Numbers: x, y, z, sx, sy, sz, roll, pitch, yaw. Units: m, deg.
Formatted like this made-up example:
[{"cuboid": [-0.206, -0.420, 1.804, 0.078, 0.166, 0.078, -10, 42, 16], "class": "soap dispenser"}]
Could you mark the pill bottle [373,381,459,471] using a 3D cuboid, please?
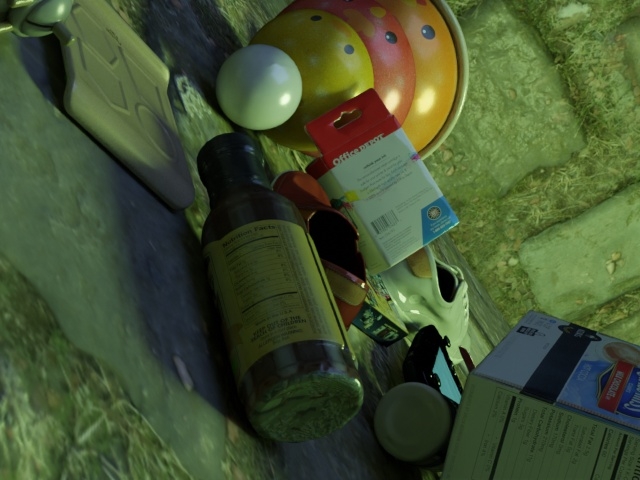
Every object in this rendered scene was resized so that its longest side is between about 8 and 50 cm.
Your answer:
[{"cuboid": [0.136, 0.235, 1.356, 0.094, 0.094, 0.169, 65, 13, 26], "class": "pill bottle"}]

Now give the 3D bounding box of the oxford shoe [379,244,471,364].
[{"cuboid": [0.199, 0.105, 1.878, 0.169, 0.130, 0.449, 63, 11, 28], "class": "oxford shoe"}]

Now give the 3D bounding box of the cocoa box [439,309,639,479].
[{"cuboid": [0.294, 0.252, 1.297, 0.227, 0.232, 0.347, 17, 14, 19], "class": "cocoa box"}]

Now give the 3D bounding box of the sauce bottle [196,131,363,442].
[{"cuboid": [-0.053, 0.030, 1.049, 0.111, 0.111, 0.344, 48, 16, -43], "class": "sauce bottle"}]

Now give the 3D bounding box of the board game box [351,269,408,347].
[{"cuboid": [0.034, 0.044, 1.546, 0.243, 0.042, 0.165, 40, 22, -57], "class": "board game box"}]

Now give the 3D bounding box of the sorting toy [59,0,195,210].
[{"cuboid": [-0.201, -0.148, 1.081, 0.193, 0.038, 0.208, 46, 21, -46], "class": "sorting toy"}]

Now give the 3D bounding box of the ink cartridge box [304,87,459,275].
[{"cuboid": [0.075, -0.084, 1.561, 0.231, 0.134, 0.078, 59, -22, 0], "class": "ink cartridge box"}]

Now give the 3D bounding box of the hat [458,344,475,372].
[{"cuboid": [0.256, 0.303, 1.763, 0.183, 0.209, 0.173, 20, -11, -3], "class": "hat"}]

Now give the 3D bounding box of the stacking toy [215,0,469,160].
[{"cuboid": [-0.002, -0.237, 1.646, 0.351, 0.350, 0.480, 59, 28, 1], "class": "stacking toy"}]

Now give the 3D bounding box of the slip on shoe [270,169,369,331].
[{"cuboid": [0.000, 0.000, 1.317, 0.123, 0.101, 0.331, 31, 22, -21], "class": "slip on shoe"}]

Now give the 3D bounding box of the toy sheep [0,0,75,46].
[{"cuboid": [-0.249, -0.210, 0.905, 0.132, 0.091, 0.091, 54, 11, 2], "class": "toy sheep"}]

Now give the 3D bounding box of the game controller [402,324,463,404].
[{"cuboid": [0.180, 0.226, 1.633, 0.166, 0.067, 0.319, 59, 12, -1], "class": "game controller"}]
